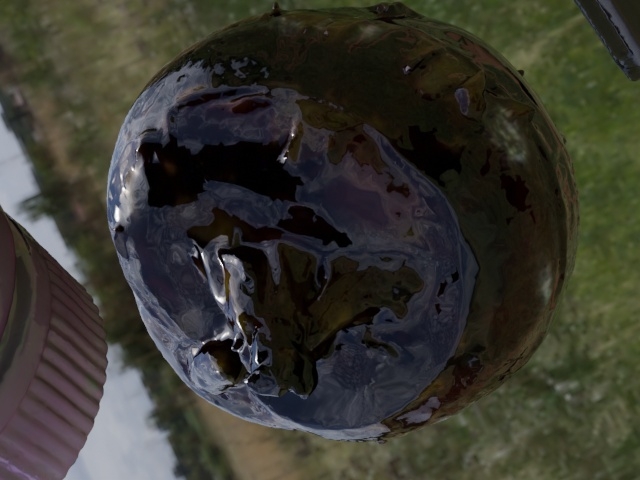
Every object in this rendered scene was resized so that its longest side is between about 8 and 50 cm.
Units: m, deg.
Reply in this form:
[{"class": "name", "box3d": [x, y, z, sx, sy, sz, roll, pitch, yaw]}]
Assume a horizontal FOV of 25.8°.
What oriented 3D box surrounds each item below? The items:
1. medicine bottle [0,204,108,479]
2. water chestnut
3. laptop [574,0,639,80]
[{"class": "medicine bottle", "box3d": [-0.237, 0.012, 0.601, 0.291, 0.178, 0.178, 50, -173, -49]}, {"class": "water chestnut", "box3d": [0.000, 0.000, 0.835, 0.300, 0.300, 0.300, 156, 90, -83]}, {"class": "laptop", "box3d": [0.135, -0.160, 0.519, 0.026, 0.154, 0.207, 40, -177, 34]}]
